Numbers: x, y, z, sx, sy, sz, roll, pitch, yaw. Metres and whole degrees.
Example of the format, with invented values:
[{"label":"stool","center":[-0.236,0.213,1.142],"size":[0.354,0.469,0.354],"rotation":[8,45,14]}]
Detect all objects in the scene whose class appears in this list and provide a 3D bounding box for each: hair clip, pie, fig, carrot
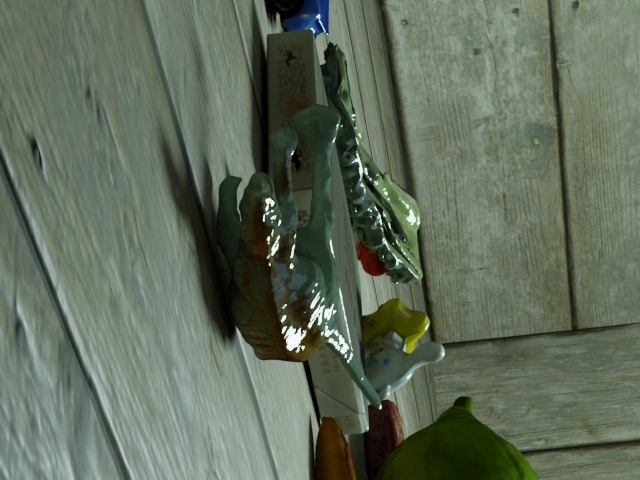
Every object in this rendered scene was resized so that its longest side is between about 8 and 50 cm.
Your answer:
[{"label":"hair clip","center":[0.031,-0.068,2.129],"size":[0.321,0.091,0.138],"rotation":[63,17,-45]},{"label":"pie","center":[0.090,0.293,2.495],"size":[0.182,0.049,0.182],"rotation":[-8,90,-86]},{"label":"fig","center":[0.157,0.330,2.327],"size":[0.314,0.233,0.233],"rotation":[-118,-160,-78]},{"label":"carrot","center":[0.024,0.285,1.797],"size":[0.066,0.062,0.271],"rotation":[14,61,-49]}]

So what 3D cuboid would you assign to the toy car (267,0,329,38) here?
[{"label":"toy car","center":[-0.024,-0.298,1.911],"size":[0.103,0.063,0.216],"rotation":[-21,104,-84]}]

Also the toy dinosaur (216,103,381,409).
[{"label":"toy dinosaur","center":[-0.019,0.023,1.453],"size":[0.393,0.092,0.206],"rotation":[79,7,-51]}]

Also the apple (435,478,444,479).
[{"label":"apple","center":[0.111,0.343,1.940],"size":[0.211,0.187,0.211],"rotation":[-9,90,-88]}]

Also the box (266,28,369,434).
[{"label":"box","center":[-0.001,0.000,1.865],"size":[0.365,0.051,0.205],"rotation":[78,7,-48]}]

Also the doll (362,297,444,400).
[{"label":"doll","center":[0.062,0.127,2.019],"size":[0.071,0.135,0.113],"rotation":[45,8,-29]}]
